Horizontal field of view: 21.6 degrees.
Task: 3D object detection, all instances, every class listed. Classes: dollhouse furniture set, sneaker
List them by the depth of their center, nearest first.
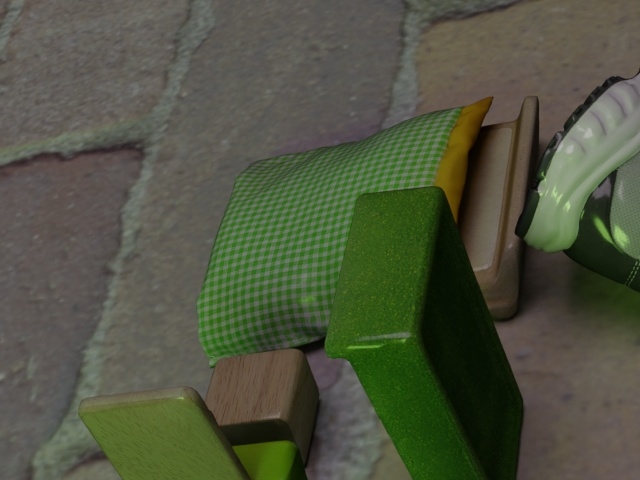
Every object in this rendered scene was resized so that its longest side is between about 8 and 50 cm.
[{"bbox_3d":[0.000,0.000,0.879,0.197,0.151,0.302,-9,42,22],"label":"dollhouse furniture set"},{"bbox_3d":[0.210,-0.065,0.895,0.108,0.100,0.271,34,57,13],"label":"sneaker"}]
